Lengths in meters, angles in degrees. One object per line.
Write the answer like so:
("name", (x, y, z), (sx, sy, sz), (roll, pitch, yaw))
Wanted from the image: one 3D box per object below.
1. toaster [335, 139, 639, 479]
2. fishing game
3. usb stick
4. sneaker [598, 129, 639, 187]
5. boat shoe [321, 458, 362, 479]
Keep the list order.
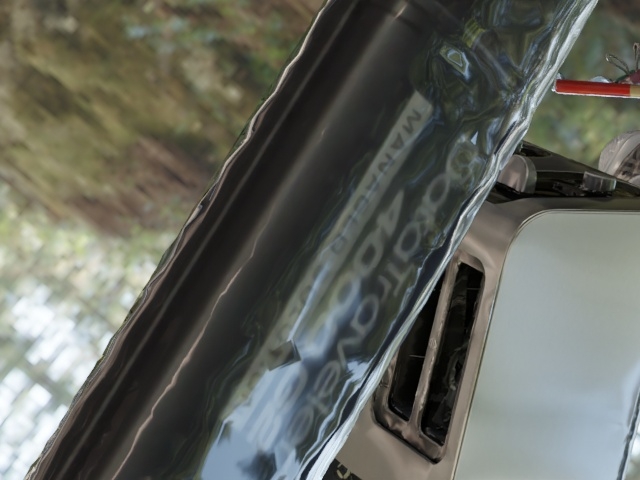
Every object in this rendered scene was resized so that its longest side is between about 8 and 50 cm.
("toaster", (0.073, 0.042, 0.838), (0.168, 0.110, 0.186), (32, -67, 57))
("fishing game", (0.242, -0.102, 1.116), (0.264, 0.189, 0.041), (-13, 108, -72))
("usb stick", (0.000, 0.000, 0.458), (0.045, 0.077, 0.278), (17, -109, 45))
("sneaker", (0.309, 0.004, 1.410), (0.366, 0.137, 0.210), (132, -38, -82))
("boat shoe", (-0.016, 0.190, 1.246), (0.303, 0.091, 0.114), (-56, -169, 1))
